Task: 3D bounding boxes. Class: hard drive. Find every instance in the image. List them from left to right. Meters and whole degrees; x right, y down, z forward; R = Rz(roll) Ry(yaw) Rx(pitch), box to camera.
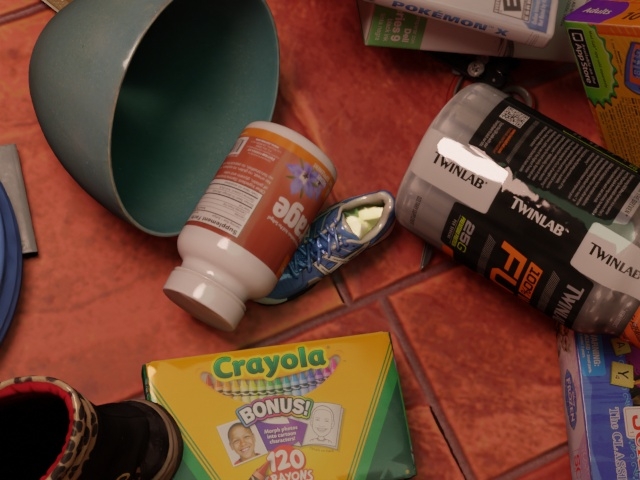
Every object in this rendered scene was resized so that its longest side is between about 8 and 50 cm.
[{"bbox_3d":[-0.381,-0.038,1.413,0.094,0.022,0.135,-11,75,-13],"label":"hard drive"}]

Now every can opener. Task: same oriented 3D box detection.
[{"bbox_3d":[0.158,-0.245,1.551,0.186,0.073,0.059,26,106,12],"label":"can opener"}]

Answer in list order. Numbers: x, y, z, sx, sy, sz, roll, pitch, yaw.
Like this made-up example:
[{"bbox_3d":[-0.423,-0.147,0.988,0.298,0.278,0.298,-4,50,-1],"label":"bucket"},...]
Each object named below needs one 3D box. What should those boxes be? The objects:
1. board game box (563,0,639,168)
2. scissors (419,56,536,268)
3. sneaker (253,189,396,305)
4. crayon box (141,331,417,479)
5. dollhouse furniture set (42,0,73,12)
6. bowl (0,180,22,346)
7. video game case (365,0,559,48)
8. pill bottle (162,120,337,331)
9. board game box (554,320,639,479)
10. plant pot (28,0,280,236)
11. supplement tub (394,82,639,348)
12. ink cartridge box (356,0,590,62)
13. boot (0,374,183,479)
[{"bbox_3d":[0.556,-0.155,1.363,0.356,0.356,0.357,-32,116,-19],"label":"board game box"},{"bbox_3d":[0.163,-0.105,1.534,0.109,0.021,0.297,35,72,1],"label":"scissors"},{"bbox_3d":[0.000,0.000,1.437,0.211,0.081,0.080,-35,83,-15],"label":"sneaker"},{"bbox_3d":[-0.048,0.203,1.364,0.278,0.081,0.165,-7,74,-12],"label":"crayon box"},{"bbox_3d":[-0.314,-0.326,1.483,0.114,0.081,0.091,39,71,3],"label":"dollhouse furniture set"},{"bbox_3d":[-0.521,0.021,1.326,0.391,0.077,0.391,1,73,-5],"label":"bowl"},{"bbox_3d":[0.139,-0.399,1.399,0.299,0.036,0.329,14,69,-5],"label":"video game case"},{"bbox_3d":[-0.081,-0.014,1.369,0.121,0.121,0.216,30,74,0],"label":"pill bottle"},{"bbox_3d":[0.448,0.217,1.455,0.317,0.066,0.319,0,72,-10],"label":"board game box"},{"bbox_3d":[-0.207,-0.173,1.375,0.195,0.290,0.290,22,68,27],"label":"plant pot"},{"bbox_3d":[0.258,-0.025,1.383,0.316,0.194,0.194,31,70,16],"label":"supplement tub"},{"bbox_3d":[0.193,-0.326,1.508,0.289,0.122,0.211,4,41,-9],"label":"ink cartridge box"},{"bbox_3d":[-0.323,0.260,1.163,0.377,0.284,0.138,-32,73,-2],"label":"boot"}]
